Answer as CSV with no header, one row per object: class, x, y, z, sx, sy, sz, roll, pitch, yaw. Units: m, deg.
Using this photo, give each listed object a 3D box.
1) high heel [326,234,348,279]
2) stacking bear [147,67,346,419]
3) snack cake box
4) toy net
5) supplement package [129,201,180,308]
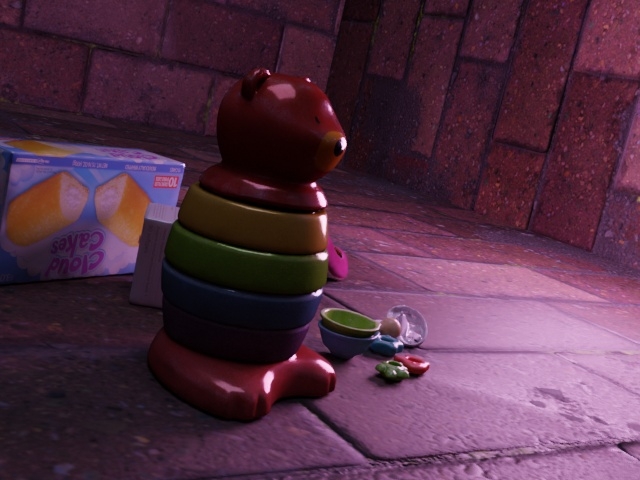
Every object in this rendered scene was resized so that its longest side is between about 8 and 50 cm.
high heel,0.000,0.000,1.266,0.082,0.117,0.244,16,11,19
stacking bear,-0.056,-0.010,0.766,0.164,0.288,0.175,19,12,31
snack cake box,-0.298,-0.037,1.006,0.089,0.152,0.264,20,13,32
toy net,0.087,0.109,0.988,0.122,0.045,0.232,17,11,23
supplement package,-0.127,0.028,0.996,0.180,0.105,0.105,10,10,-11
